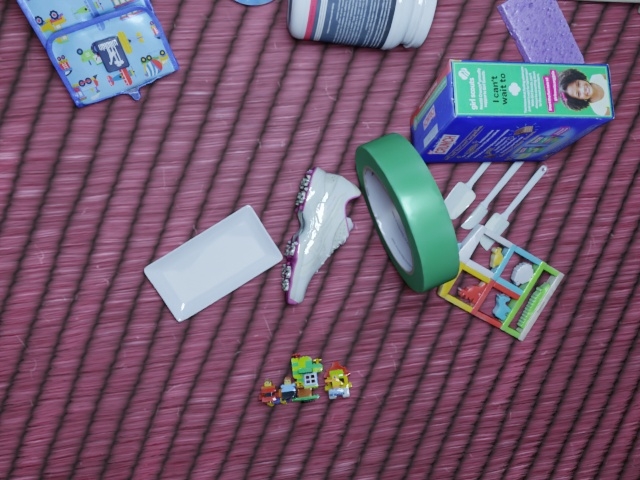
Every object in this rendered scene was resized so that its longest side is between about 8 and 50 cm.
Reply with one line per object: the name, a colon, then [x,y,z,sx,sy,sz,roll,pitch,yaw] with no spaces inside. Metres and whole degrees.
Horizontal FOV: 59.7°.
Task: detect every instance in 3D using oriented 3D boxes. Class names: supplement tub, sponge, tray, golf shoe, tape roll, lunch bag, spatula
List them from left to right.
lunch bag: [-0.432,-0.417,1.100,0.221,0.138,0.293,-24,113,-5]
tray: [-0.233,0.049,1.227,0.270,0.030,0.145,-32,102,-3]
golf shoe: [0.000,0.000,1.215,0.140,0.115,0.306,12,97,-13]
supplement tub: [0.077,-0.488,1.115,0.272,0.191,0.191,5,97,-9]
tape roll: [0.168,-0.054,1.122,0.077,0.321,0.321,-23,100,-4]
spatula: [0.408,-0.119,1.303,0.168,0.019,0.242,38,91,-10]
sponge: [0.499,-0.465,1.261,0.117,0.031,0.210,-32,102,-2]

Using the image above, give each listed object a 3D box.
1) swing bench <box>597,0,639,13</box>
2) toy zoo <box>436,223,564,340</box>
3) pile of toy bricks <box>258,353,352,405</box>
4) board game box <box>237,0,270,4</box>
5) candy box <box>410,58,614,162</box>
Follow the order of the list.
swing bench: [0.663,-0.650,1.192,0.255,0.165,0.253,4,97,-9]
toy zoo: [0.407,0.091,1.319,0.293,0.030,0.192,28,96,-12]
pile of toy bricks: [-0.040,0.307,1.265,0.212,0.118,0.105,-8,67,2]
board game box: [-0.142,-0.573,1.154,0.133,0.033,0.168,9,102,-14]
candy box: [0.372,-0.253,1.147,0.317,0.268,0.122,-3,80,-8]
